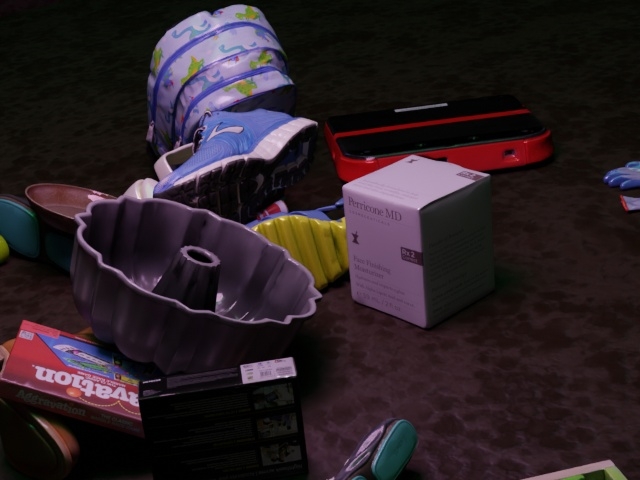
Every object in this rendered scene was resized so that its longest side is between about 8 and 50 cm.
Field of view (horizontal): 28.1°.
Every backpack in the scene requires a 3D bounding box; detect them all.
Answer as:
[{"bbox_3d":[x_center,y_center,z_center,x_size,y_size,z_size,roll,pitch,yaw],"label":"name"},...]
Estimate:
[{"bbox_3d":[-0.166,-0.252,2.227,0.290,0.355,0.273,-15,50,-14],"label":"backpack"}]

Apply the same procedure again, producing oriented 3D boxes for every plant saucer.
[{"bbox_3d":[-0.369,-0.041,2.010,0.199,0.036,0.198,16,14,-4],"label":"plant saucer"}]

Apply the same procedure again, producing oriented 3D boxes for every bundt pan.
[{"bbox_3d":[-0.172,0.072,1.644,0.331,0.124,0.331,18,20,-7],"label":"bundt pan"}]

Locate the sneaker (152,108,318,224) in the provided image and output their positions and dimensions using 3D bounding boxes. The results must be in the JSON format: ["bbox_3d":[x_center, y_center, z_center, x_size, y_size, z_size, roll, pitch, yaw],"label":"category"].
[{"bbox_3d":[-0.146,-0.111,1.901,0.147,0.129,0.330,24,34,25],"label":"sneaker"}]

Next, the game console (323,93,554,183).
[{"bbox_3d":[0.211,-0.189,2.357,0.387,0.060,0.342,-7,19,-3],"label":"game console"}]

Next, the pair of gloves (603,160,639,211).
[{"bbox_3d":[0.552,-0.091,2.082,0.159,0.023,0.198,-6,25,1],"label":"pair of gloves"}]

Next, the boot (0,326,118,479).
[{"bbox_3d":[-0.310,0.191,1.603,0.220,0.109,0.283,-16,21,-35],"label":"boot"}]

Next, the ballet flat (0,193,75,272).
[{"bbox_3d":[-0.426,-0.007,2.068,0.280,0.095,0.096,26,29,34],"label":"ballet flat"}]

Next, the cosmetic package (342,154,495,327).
[{"bbox_3d":[0.140,-0.003,1.791,0.151,0.183,0.151,-26,30,-37],"label":"cosmetic package"}]

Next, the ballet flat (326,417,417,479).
[{"bbox_3d":[0.040,0.268,1.375,0.074,0.074,0.203,6,33,26],"label":"ballet flat"}]

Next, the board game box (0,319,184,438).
[{"bbox_3d":[-0.236,0.179,1.531,0.281,0.027,0.145,18,24,-10],"label":"board game box"}]

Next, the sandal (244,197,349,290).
[{"bbox_3d":[0.000,0.000,1.920,0.318,0.126,0.138,-11,13,-22],"label":"sandal"}]

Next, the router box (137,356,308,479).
[{"bbox_3d":[-0.109,0.211,1.443,0.179,0.133,0.046,-8,25,-4],"label":"router box"}]

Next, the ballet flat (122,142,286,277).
[{"bbox_3d":[-0.209,-0.043,1.964,0.164,0.182,0.483,-24,13,33],"label":"ballet flat"}]

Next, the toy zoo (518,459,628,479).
[{"bbox_3d":[0.258,0.320,1.237,0.192,0.030,0.293,-11,24,-10],"label":"toy zoo"}]

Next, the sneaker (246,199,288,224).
[{"bbox_3d":[-0.090,-0.010,1.959,0.067,0.118,0.042,-24,59,-27],"label":"sneaker"}]

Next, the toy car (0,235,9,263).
[{"bbox_3d":[-0.608,-0.032,2.032,0.149,0.188,0.155,15,32,39],"label":"toy car"}]
